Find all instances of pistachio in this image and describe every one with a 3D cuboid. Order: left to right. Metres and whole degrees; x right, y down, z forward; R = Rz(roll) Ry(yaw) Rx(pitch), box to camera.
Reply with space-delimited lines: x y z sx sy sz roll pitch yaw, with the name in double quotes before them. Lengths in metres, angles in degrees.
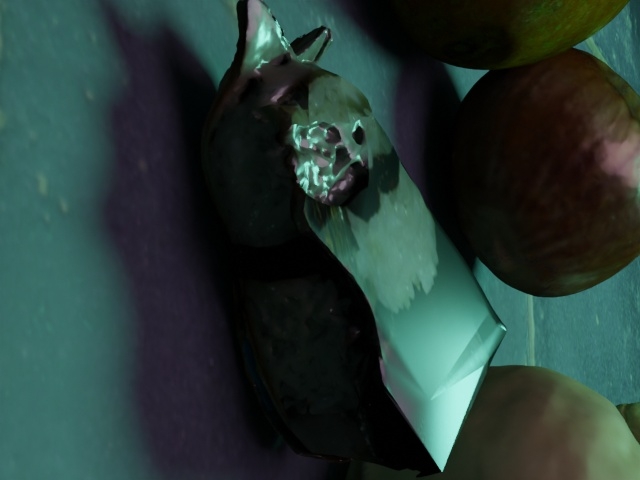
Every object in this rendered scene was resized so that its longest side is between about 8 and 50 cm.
"pistachio" 0.112 0.215 0.798 0.230 0.229 0.309 63 36 -35

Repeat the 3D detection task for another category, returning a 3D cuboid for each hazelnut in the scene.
"hazelnut" 0.196 -0.053 1.074 0.214 0.176 0.214 6 78 -27

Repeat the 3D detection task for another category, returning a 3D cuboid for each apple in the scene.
"apple" 0.148 -0.239 0.984 0.236 0.207 0.237 15 56 -23

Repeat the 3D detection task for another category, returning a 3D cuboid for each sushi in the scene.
"sushi" -0.012 0.000 0.723 0.273 0.109 0.134 59 36 -15

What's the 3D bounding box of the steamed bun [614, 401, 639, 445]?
"steamed bun" 0.286 0.284 1.179 0.273 0.166 0.232 53 26 -55
